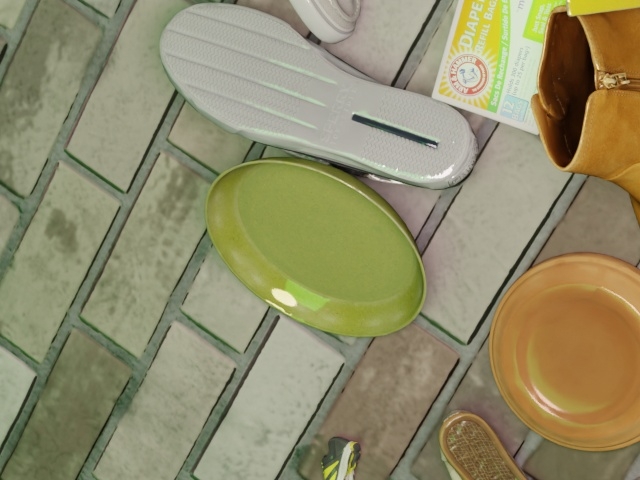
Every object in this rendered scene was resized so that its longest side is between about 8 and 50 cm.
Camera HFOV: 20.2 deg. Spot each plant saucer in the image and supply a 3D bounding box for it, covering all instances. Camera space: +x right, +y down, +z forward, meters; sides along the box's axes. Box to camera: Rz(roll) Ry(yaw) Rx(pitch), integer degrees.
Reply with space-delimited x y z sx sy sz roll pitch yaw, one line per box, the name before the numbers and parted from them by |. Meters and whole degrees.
plant saucer | 0.256 0.112 1.740 0.200 0.037 0.200 6 105 23
plant saucer | 0.000 0.000 1.774 0.241 0.037 0.241 20 142 16

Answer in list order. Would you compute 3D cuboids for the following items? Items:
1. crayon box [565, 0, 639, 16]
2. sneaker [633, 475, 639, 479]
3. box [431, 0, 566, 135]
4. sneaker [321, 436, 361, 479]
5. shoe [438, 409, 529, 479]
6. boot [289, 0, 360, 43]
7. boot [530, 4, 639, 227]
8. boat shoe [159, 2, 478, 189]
crayon box | 0.271 -0.352 1.527 0.202 0.081 0.318 -7 88 -7
sneaker | 0.420 0.247 1.636 0.366 0.150 0.135 -27 91 26
box | 0.192 -0.213 1.655 0.114 0.103 0.203 20 109 18
sneaker | 0.016 0.243 1.881 0.035 0.031 0.083 28 108 30
shoe | 0.185 0.265 1.801 0.076 0.058 0.219 -28 95 -5
boot | 0.012 -0.326 1.711 0.123 0.095 0.258 -17 94 33
boot | 0.270 -0.070 1.587 0.104 0.211 0.295 -5 97 41
boat shoe | -0.004 -0.122 1.751 0.335 0.119 0.121 27 81 14
